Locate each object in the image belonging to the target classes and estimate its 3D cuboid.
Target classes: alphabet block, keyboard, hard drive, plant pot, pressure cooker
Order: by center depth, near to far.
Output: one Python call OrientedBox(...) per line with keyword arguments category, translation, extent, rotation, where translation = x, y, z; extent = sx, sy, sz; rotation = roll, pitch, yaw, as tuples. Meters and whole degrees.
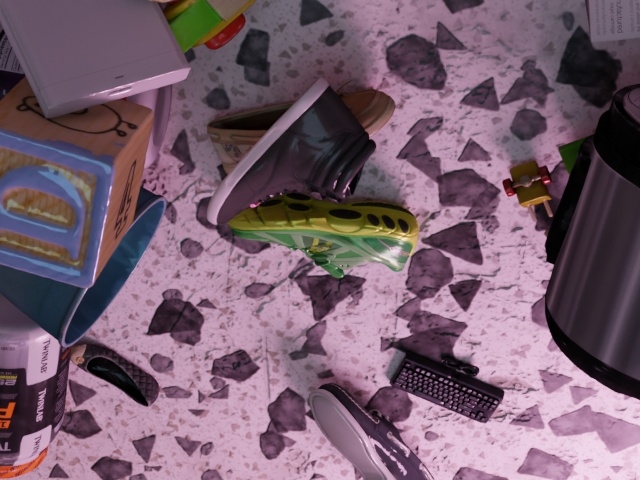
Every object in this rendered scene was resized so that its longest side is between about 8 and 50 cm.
OrientedBox(category="pressure cooker", translation=(0.512, -0.027, 1.637), extent=(0.375, 0.370, 0.420), rotation=(4, 118, -15))
OrientedBox(category="hard drive", translation=(-0.326, -0.323, 1.654), extent=(0.307, 0.203, 0.040), rotation=(63, 152, 12))
OrientedBox(category="alphabet block", translation=(-0.346, -0.082, 1.665), extent=(0.192, 0.197, 0.193), rotation=(17, 117, -1))
OrientedBox(category="plant pot", translation=(-0.413, -0.021, 1.910), extent=(0.255, 0.271, 0.272), rotation=(34, 122, 2))
OrientedBox(category="keyboard", translation=(0.215, 0.239, 2.096), extent=(0.180, 0.023, 0.108), rotation=(23, 123, -6))

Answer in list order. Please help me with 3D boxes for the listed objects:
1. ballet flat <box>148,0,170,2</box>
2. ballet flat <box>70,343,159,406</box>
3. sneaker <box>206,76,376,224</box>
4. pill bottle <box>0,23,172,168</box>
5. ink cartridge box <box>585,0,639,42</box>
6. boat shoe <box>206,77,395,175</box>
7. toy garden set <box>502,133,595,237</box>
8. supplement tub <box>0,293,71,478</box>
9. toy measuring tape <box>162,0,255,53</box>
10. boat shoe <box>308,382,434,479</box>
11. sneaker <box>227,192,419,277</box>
OrientedBox(category="ballet flat", translation=(-0.260, -0.470, 1.631), extent=(0.123, 0.123, 0.348), rotation=(-23, 93, 22))
OrientedBox(category="ballet flat", translation=(-0.355, 0.229, 2.169), extent=(0.173, 0.049, 0.057), rotation=(28, 121, -8))
OrientedBox(category="sneaker", translation=(-0.039, -0.082, 1.769), extent=(0.147, 0.104, 0.296), rotation=(43, 124, -4))
OrientedBox(category="pill bottle", translation=(-0.386, -0.213, 1.818), extent=(0.323, 0.181, 0.181), rotation=(10, 123, 3))
OrientedBox(category="ink cartridge box", translation=(0.450, -0.366, 1.587), extent=(0.232, 0.168, 0.171), rotation=(-4, 120, 11))
OrientedBox(category="boat shoe", translation=(-0.031, -0.168, 1.832), extent=(0.285, 0.104, 0.089), rotation=(-18, 120, 20))
OrientedBox(category="toy garden set", translation=(0.402, -0.047, 1.871), extent=(0.204, 0.049, 0.244), rotation=(-20, 117, 19))
OrientedBox(category="supplement tub", translation=(-0.524, 0.221, 2.101), extent=(0.207, 0.207, 0.338), rotation=(13, 123, 1))
OrientedBox(category="toy measuring tape", translation=(-0.113, -0.366, 1.745), extent=(0.330, 0.121, 0.121), rotation=(-40, 110, 4))
OrientedBox(category="boat shoe", translation=(0.090, 0.343, 2.146), extent=(0.114, 0.091, 0.302), rotation=(3, 133, 51))
OrientedBox(category="sneaker", translation=(0.000, 0.000, 1.930), extent=(0.295, 0.109, 0.123), rotation=(7, 119, 5))
